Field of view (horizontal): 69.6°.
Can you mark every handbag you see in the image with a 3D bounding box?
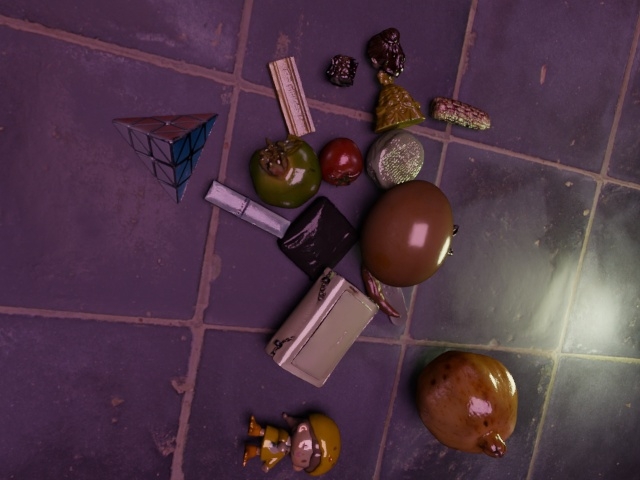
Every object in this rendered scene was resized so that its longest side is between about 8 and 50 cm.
[{"bbox_3d":[0.000,0.000,1.597,0.247,0.080,0.223,-46,109,-6],"label":"handbag"},{"bbox_3d":[-0.002,0.291,1.585,0.359,0.160,0.236,-52,131,-5],"label":"handbag"}]

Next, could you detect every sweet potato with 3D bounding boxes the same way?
[{"bbox_3d":[0.207,0.184,1.702,0.078,0.058,0.255,-24,98,32],"label":"sweet potato"}]

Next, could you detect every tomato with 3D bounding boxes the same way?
[{"bbox_3d":[0.065,-0.266,1.545,0.167,0.167,0.167,-3,99,-18],"label":"tomato"}]

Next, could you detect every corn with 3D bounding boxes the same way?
[{"bbox_3d":[0.519,-0.464,1.694,0.253,0.086,0.086,9,96,-20],"label":"corn"}]

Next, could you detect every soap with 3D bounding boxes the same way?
[{"bbox_3d":[-0.095,-0.467,1.515,0.092,0.037,0.252,-20,105,-13],"label":"soap"}]

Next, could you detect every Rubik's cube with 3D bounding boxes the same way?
[{"bbox_3d":[-0.444,-0.284,1.371,0.228,0.233,0.228,23,46,-55],"label":"Rubik's cube"}]

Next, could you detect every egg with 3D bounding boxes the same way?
[{"bbox_3d":[0.291,-0.020,1.554,0.301,0.301,0.374,12,116,-20],"label":"egg"}]

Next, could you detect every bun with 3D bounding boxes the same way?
[{"bbox_3d":[0.254,-0.281,1.624,0.221,0.108,0.221,-7,107,-25],"label":"bun"}]

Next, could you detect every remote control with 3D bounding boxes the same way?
[{"bbox_3d":[0.275,0.211,1.753,0.077,0.022,0.245,-21,104,-12],"label":"remote control"}]

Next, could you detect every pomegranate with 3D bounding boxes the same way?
[{"bbox_3d":[0.551,0.615,1.703,0.409,0.410,0.410,-3,99,-18],"label":"pomegranate"},{"bbox_3d":[-0.113,-0.215,1.415,0.235,0.302,0.236,0,88,6],"label":"pomegranate"}]

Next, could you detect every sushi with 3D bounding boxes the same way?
[{"bbox_3d":[0.070,-0.562,1.526,0.098,0.094,0.084,14,90,-4],"label":"sushi"}]

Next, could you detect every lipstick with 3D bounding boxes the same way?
[{"bbox_3d":[-0.236,-0.099,1.504,0.289,0.077,0.076,29,88,-21],"label":"lipstick"}]

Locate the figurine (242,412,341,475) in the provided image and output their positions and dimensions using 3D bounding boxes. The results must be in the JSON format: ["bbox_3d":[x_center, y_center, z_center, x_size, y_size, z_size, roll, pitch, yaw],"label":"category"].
[{"bbox_3d":[-0.093,0.715,1.632,0.343,0.187,0.215,11,104,-14],"label":"figurine"}]

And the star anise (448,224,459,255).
[{"bbox_3d":[0.424,-0.011,1.736,0.229,0.093,0.236,-18,100,-9],"label":"star anise"}]

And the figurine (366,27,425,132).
[{"bbox_3d":[0.234,-0.544,1.570,0.187,0.168,0.316,-14,94,-5],"label":"figurine"}]
